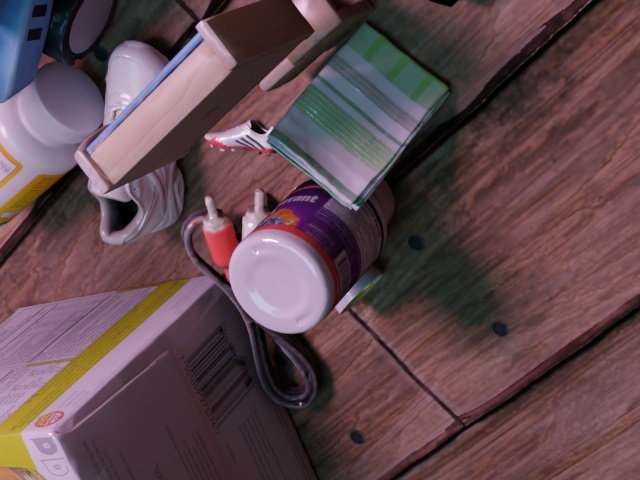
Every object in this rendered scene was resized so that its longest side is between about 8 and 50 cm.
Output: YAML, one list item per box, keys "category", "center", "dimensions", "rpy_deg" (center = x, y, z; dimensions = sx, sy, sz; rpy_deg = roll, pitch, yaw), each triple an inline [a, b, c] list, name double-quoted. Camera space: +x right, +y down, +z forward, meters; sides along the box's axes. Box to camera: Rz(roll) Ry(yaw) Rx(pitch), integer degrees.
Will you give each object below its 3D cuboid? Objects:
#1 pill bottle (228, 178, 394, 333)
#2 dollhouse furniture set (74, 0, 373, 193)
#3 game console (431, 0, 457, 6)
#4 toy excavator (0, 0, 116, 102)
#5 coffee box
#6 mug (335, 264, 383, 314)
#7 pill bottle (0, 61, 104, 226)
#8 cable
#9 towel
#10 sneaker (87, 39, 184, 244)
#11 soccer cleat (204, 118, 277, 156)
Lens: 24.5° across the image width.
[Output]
- category: "pill bottle"
  center: [0.000, 0.000, 1.441]
  dimensions: [0.108, 0.193, 0.108]
  rpy_deg: [13, 122, 22]
- category: "dollhouse furniture set"
  center: [-0.166, -0.246, 1.346]
  dimensions: [0.198, 0.286, 0.303]
  rpy_deg: [-39, 87, 34]
- category: "game console"
  center: [0.139, -0.380, 1.240]
  dimensions: [0.213, 0.044, 0.361]
  rpy_deg: [44, 128, -1]
- category: "toy excavator"
  center: [-0.397, -0.194, 1.382]
  dimensions: [0.222, 0.445, 0.433]
  rpy_deg: [31, 127, 10]
- category: "coffee box"
  center: [-0.253, 0.276, 1.647]
  dimensions: [0.334, 0.338, 0.337]
  rpy_deg: [-11, 111, 33]
- category: "mug"
  center: [0.018, 0.039, 1.542]
  dimensions: [0.064, 0.062, 0.078]
  rpy_deg: [46, 122, 7]
- category: "pill bottle"
  center: [-0.330, -0.106, 1.607]
  dimensions: [0.208, 0.117, 0.117]
  rpy_deg: [-35, 98, 38]
- category: "cable"
  center: [-0.073, 0.068, 1.585]
  dimensions: [0.139, 0.072, 0.287]
  rpy_deg: [-4, 115, 3]
- category: "towel"
  center: [0.037, -0.119, 1.401]
  dimensions: [0.113, 0.023, 0.152]
  rpy_deg: [39, 86, 1]
- category: "sneaker"
  center: [-0.196, -0.093, 1.542]
  dimensions: [0.090, 0.115, 0.232]
  rpy_deg: [13, 123, 22]
- category: "soccer cleat"
  center: [-0.081, -0.110, 1.528]
  dimensions: [0.083, 0.029, 0.035]
  rpy_deg: [10, 113, 20]
